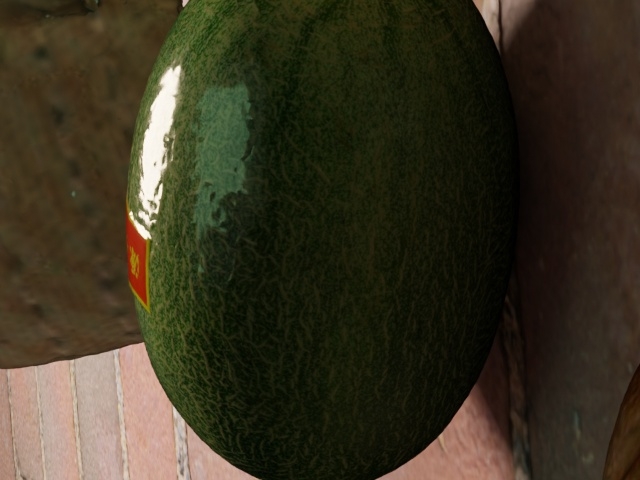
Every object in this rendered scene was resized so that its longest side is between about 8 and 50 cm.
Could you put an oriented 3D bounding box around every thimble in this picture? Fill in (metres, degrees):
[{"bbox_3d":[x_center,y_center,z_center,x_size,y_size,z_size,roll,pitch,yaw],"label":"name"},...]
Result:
[{"bbox_3d":[-0.160,-0.072,1.047,0.291,0.195,0.291,162,90,-89],"label":"thimble"}]

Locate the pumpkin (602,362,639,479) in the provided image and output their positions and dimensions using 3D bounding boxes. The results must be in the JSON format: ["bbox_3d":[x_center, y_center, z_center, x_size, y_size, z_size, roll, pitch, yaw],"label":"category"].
[{"bbox_3d":[0.127,0.062,0.493,0.254,0.149,0.130,142,113,-67],"label":"pumpkin"}]

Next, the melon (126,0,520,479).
[{"bbox_3d":[0.000,0.000,0.761,0.182,0.182,0.287,-130,39,-57],"label":"melon"}]
